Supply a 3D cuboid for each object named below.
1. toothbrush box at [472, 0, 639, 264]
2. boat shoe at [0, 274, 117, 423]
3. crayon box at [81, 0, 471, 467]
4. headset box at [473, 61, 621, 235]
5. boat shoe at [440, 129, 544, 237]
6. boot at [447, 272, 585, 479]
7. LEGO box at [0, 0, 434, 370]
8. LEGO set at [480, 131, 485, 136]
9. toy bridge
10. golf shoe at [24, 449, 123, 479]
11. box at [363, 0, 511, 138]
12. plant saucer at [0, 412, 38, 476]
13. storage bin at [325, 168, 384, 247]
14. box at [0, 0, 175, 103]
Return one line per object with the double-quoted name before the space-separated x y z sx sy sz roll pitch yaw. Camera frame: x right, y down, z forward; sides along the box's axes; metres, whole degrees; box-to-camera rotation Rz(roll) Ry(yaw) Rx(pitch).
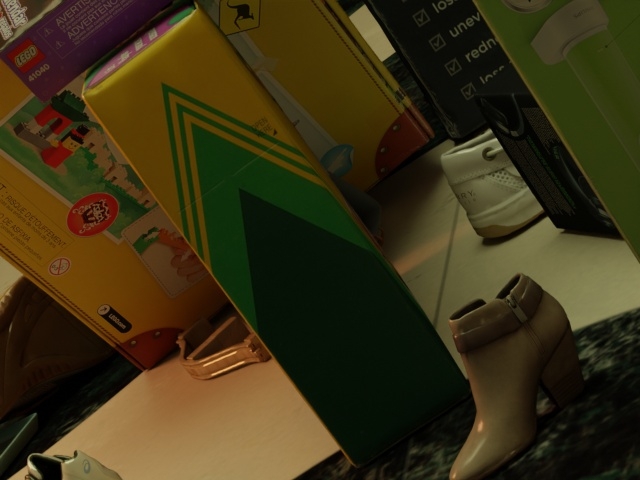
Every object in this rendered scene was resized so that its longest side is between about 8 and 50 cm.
"toothbrush box" 0.224 -0.103 1.020 0.206 0.283 0.122 -33 12 8
"boat shoe" -0.321 0.123 1.929 0.342 0.123 0.123 -41 4 -39
"crayon box" -0.044 -0.031 1.361 0.106 0.313 0.363 -34 13 1
"headset box" 0.279 -0.120 1.287 0.246 0.131 0.283 -37 13 -10
"boat shoe" 0.219 -0.116 1.502 0.277 0.096 0.098 -37 13 -12
"boot" 0.103 0.080 1.102 0.118 0.087 0.042 -39 16 -19
"LEGO box" -0.178 -0.156 1.664 0.372 0.500 0.193 -39 50 3
"LEGO set" 0.154 -0.085 1.733 0.083 0.023 0.054 -43 6 28
"toy bridge" -0.091 0.097 1.657 0.063 0.026 0.188 -42 15 -19
"golf shoe" -0.202 0.197 1.443 0.176 0.086 0.069 -20 21 52
"box" 0.200 -0.443 1.892 0.480 0.471 0.297 -32 13 7
"plant saucer" -0.333 0.232 1.791 0.067 0.018 0.192 -27 14 28
"storage bin" 0.000 0.000 1.666 0.091 0.098 0.135 -58 5 16
"box" -0.168 -0.244 1.318 0.201 0.057 0.293 -37 40 4
